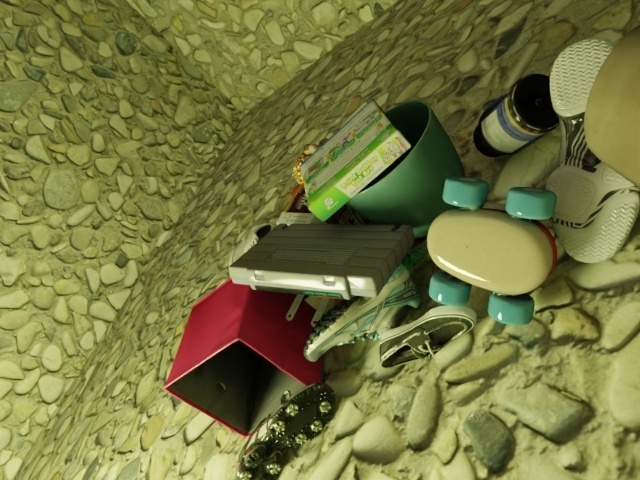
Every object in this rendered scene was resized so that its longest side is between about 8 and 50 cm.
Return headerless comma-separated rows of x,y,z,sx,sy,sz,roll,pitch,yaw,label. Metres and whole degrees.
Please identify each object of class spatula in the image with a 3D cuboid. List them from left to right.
0.027,0.102,1.139,0.168,0.019,0.242,19,67,22,spatula

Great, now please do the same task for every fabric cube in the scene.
-0.165,0.259,1.167,0.254,0.259,0.258,-36,27,24,fabric cube

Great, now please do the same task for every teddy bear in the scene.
0.075,-0.267,1.522,0.337,0.113,0.245,-5,39,-2,teddy bear

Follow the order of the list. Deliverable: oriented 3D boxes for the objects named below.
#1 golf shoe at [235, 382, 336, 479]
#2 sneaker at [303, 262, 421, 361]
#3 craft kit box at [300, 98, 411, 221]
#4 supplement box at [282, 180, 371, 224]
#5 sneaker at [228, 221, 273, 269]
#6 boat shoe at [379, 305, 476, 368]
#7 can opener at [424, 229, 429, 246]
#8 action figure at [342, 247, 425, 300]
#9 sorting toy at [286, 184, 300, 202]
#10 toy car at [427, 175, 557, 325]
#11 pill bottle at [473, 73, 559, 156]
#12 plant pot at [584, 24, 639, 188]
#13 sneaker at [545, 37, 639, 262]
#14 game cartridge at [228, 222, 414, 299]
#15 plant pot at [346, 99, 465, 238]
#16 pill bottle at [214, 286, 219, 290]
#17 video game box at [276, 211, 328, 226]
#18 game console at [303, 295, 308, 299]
-0.083,0.392,1.041,0.273,0.105,0.120,-47,19,2,golf shoe
0.092,0.172,1.020,0.283,0.122,0.110,-39,4,-1,sneaker
0.066,-0.192,1.123,0.250,0.061,0.247,-40,25,17,craft kit box
0.036,-0.073,1.379,0.194,0.191,0.129,0,54,56,supplement box
-0.253,0.024,1.794,0.091,0.094,0.258,-26,33,46,sneaker
0.199,0.189,0.921,0.219,0.077,0.070,-36,28,40,boat shoe
0.269,0.030,1.039,0.073,0.059,0.186,-36,29,23,can opener
0.147,0.097,1.127,0.232,0.063,0.137,-43,25,19,action figure
-0.002,-0.232,1.819,0.307,0.041,0.229,-45,27,8,sorting toy
0.330,-0.003,0.884,0.210,0.219,0.238,16,21,35,toy car
0.419,-0.258,1.063,0.123,0.122,0.219,-53,0,-9,pill bottle
0.494,-0.144,0.576,0.323,0.323,0.280,-49,40,-1,plant pot
0.488,-0.144,0.857,0.137,0.210,0.366,-3,86,37,sneaker
0.000,0.036,1.067,0.354,0.068,0.230,2,34,31,game cartridge
0.207,-0.144,1.169,0.293,0.235,0.293,-36,29,24,plant pot
-0.291,0.258,1.496,0.131,0.131,0.229,-32,31,29,pill bottle
0.000,0.000,1.321,0.048,0.205,0.187,-56,27,-12,video game box
-0.079,0.149,1.457,0.122,0.071,0.107,-36,-1,22,game console
